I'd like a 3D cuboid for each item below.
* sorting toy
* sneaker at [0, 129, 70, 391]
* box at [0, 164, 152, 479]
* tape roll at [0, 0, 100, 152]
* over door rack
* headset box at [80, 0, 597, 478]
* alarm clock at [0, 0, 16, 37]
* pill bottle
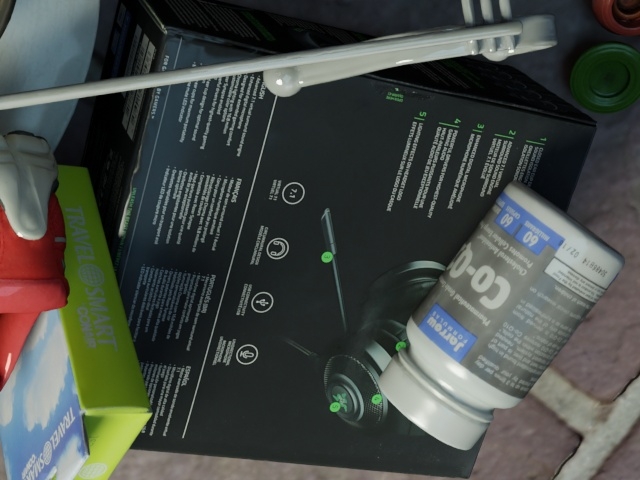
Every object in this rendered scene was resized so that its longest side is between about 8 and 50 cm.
[{"bbox_3d":[0.198,-0.135,0.833,0.061,0.042,0.102,10,122,-6],"label":"sorting toy"},{"bbox_3d":[-0.215,0.058,0.634,0.107,0.118,0.279,5,145,-41],"label":"sneaker"},{"bbox_3d":[-0.137,0.060,0.659,0.042,0.178,0.109,4,139,-32],"label":"box"},{"bbox_3d":[-0.308,-0.137,0.644,0.392,0.072,0.392,-7,114,-15],"label":"tape roll"},{"bbox_3d":[-0.062,-0.182,0.578,0.324,0.108,0.240,-10,94,-18],"label":"over door rack"},{"bbox_3d":[0.000,0.000,0.771,0.283,0.131,0.246,8,110,-21],"label":"headset box"},{"bbox_3d":[-0.210,-0.117,0.607,0.129,0.064,0.192,-5,112,-16],"label":"alarm clock"},{"bbox_3d":[0.097,0.043,0.703,0.078,0.078,0.137,31,100,-27],"label":"pill bottle"}]
